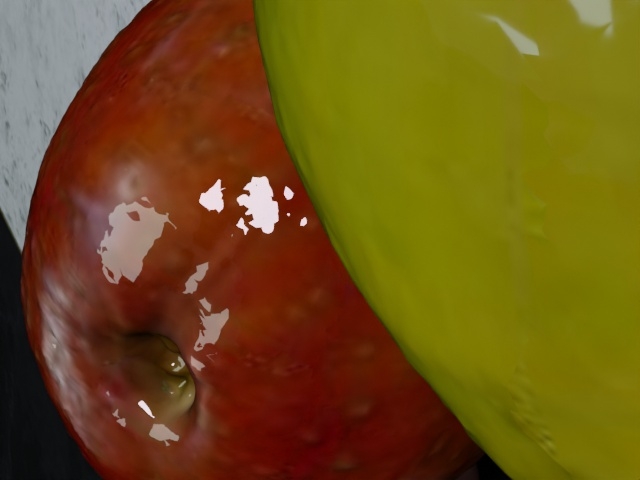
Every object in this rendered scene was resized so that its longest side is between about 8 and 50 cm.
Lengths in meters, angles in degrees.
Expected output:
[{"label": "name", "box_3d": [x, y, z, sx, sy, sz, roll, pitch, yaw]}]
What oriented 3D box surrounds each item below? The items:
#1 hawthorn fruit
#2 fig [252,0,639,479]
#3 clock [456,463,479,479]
[{"label": "hawthorn fruit", "box_3d": [0.000, 0.000, 0.854, 0.284, 0.284, 0.284, 35, 130, 57]}, {"label": "fig", "box_3d": [0.131, -0.091, 0.454, 0.343, 0.343, 0.343, 35, 130, 57]}, {"label": "clock", "box_3d": [-0.001, 0.156, 1.063, 0.241, 0.142, 0.227, 95, 153, -50]}]
